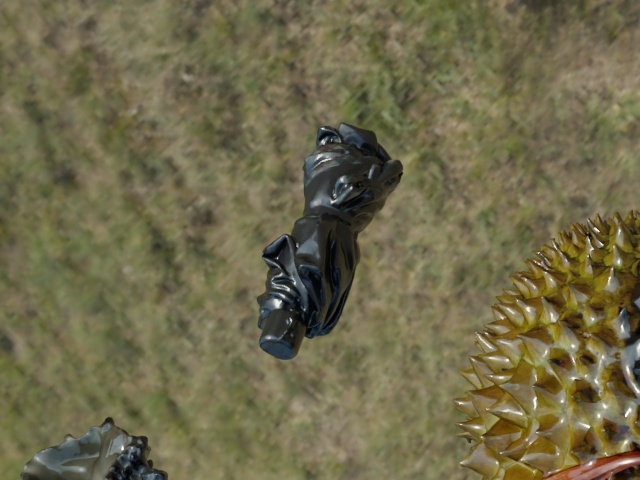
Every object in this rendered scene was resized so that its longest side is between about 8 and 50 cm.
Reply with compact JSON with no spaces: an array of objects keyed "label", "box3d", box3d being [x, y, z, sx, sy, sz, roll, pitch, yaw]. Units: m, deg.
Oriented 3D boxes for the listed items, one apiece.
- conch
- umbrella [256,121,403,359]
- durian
[{"label":"conch","box3d":[-0.274,0.334,1.464,0.240,0.313,0.186,8,129,-7]},{"label":"umbrella","box3d":[0.001,-0.001,1.314,0.122,0.272,0.110,-17,128,43]},{"label":"durian","box3d":[0.283,0.149,1.062,0.384,0.347,0.348,-124,17,-48]}]
